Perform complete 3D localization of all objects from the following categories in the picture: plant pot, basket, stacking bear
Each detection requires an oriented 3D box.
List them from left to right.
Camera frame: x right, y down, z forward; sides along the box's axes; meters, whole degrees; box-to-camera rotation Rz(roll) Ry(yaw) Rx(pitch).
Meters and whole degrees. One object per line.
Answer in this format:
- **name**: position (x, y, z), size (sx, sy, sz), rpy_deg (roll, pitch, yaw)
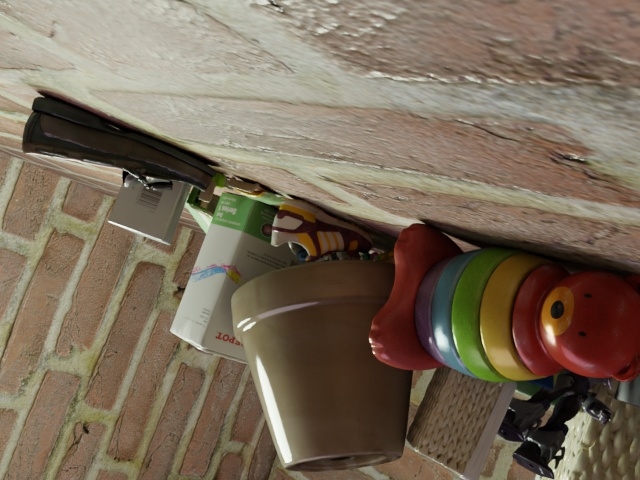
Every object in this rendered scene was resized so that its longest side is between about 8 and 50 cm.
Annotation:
- **plant pot**: position (0.024, 0.215, 1.307), size (0.323, 0.281, 0.323), rpy_deg (-5, 157, -2)
- **basket**: position (0.213, 0.267, 1.253), size (0.103, 0.167, 0.113), rpy_deg (24, 177, -3)
- **stacking bear**: position (0.221, 0.082, 0.895), size (0.164, 0.176, 0.289), rpy_deg (26, 165, -35)
- **basket**: position (0.623, 0.387, 1.543), size (0.328, 0.332, 0.266), rpy_deg (19, 173, 11)

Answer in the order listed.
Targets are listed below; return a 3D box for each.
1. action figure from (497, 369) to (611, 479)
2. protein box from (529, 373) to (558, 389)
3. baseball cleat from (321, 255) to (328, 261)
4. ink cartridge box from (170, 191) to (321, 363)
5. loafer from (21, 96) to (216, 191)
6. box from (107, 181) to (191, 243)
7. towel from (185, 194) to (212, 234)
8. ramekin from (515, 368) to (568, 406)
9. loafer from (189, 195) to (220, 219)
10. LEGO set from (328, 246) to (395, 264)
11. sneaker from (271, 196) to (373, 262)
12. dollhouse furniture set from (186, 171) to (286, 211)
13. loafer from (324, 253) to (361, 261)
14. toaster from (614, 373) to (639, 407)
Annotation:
- **action figure**: position (0.410, 0.249, 1.336), size (0.185, 0.285, 0.099), rpy_deg (57, 155, -17)
- **protein box**: position (0.241, 0.114, 1.200), size (0.201, 0.136, 0.199), rpy_deg (17, 174, 37)
- **baseball cleat**: position (-0.064, 0.016, 1.787), size (0.109, 0.072, 0.205), rpy_deg (39, 158, -25)
- **ink cartridge box**: position (-0.128, 0.079, 1.503), size (0.201, 0.278, 0.117), rpy_deg (25, 173, -42)
- **loafer**: position (-0.284, -0.114, 1.148), size (0.267, 0.084, 0.096), rpy_deg (22, 175, -15)
- **box**: position (-0.270, -0.070, 1.320), size (0.091, 0.130, 0.170), rpy_deg (20, 175, -5)
- **towel**: position (-0.148, 0.008, 1.779), size (0.324, 0.038, 0.248), rpy_deg (18, 150, 44)
- **ramekin**: position (0.360, 0.198, 1.527), size (0.303, 0.148, 0.303), rpy_deg (22, 176, 1)
- **loafer**: position (-0.193, -0.058, 1.620), size (0.148, 0.056, 0.050), rpy_deg (29, 180, 21)
- **LEGO set**: position (0.062, 0.026, 1.425), size (0.132, 0.107, 0.287), rpy_deg (-14, 174, -7)
- **sneaker**: position (0.000, 0.000, 1.246), size (0.185, 0.084, 0.069), rpy_deg (24, 174, -36)
- **dollhouse furniture set**: position (-0.137, -0.064, 1.251), size (0.151, 0.059, 0.076), rpy_deg (17, 175, 35)
- **loafer**: position (0.074, 0.081, 1.788), size (0.251, 0.094, 0.087), rpy_deg (17, 170, 34)
- **toaster**: position (0.586, 0.238, 1.323), size (0.168, 0.110, 0.186), rpy_deg (21, 175, 1)
